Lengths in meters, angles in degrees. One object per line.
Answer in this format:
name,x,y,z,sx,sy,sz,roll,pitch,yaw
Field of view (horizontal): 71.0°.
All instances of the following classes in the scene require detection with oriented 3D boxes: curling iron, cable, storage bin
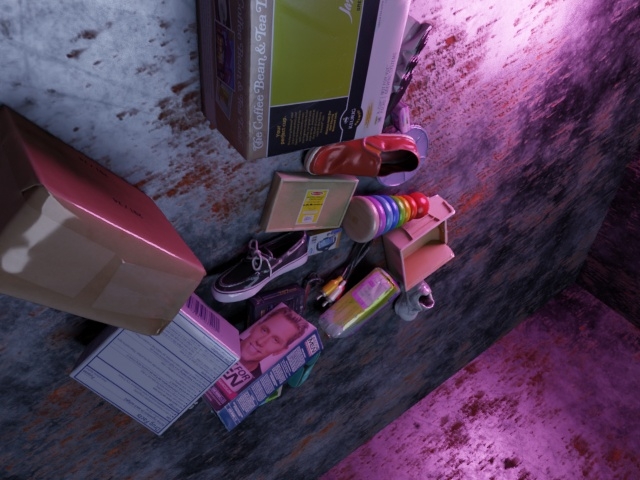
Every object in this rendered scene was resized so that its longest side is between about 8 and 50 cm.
curling iron,-0.054,0.220,1.533,0.068,0.035,0.274,-6,129,-38
cable,0.102,0.112,1.537,0.287,0.072,0.139,-46,148,4
storage bin,0.364,0.009,1.628,0.260,0.123,0.262,-34,141,-11

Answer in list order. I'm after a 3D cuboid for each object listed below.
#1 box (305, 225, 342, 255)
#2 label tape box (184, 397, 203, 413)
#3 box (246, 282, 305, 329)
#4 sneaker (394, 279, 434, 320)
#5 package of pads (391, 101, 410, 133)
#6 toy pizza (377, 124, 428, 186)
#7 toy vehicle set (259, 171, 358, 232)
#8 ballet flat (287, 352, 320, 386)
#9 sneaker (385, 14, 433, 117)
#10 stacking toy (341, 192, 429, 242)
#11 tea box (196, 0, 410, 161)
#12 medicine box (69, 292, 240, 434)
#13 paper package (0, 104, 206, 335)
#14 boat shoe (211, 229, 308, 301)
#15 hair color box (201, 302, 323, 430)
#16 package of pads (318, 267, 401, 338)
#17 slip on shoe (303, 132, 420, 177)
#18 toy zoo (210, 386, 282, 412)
box,0.000,0.000,1.377,0.136,0.028,0.081,-18,136,-31
label tape box,-0.380,0.405,1.366,0.240,0.106,0.334,-48,142,7
box,-0.147,0.266,1.454,0.183,0.059,0.232,-15,126,-32
sneaker,0.395,0.266,1.880,0.114,0.152,0.305,-30,142,-19
package of pads,0.217,-0.338,1.223,0.032,0.050,0.083,-31,141,-7
toy pizza,0.240,-0.254,1.341,0.201,0.032,0.201,-23,137,-23
toy vehicle set,-0.028,-0.105,1.242,0.267,0.035,0.166,-4,129,-39
ballet flat,-0.055,0.463,1.746,0.087,0.083,0.247,-26,147,-60
sneaker,0.140,-0.401,1.062,0.122,0.146,0.330,-55,172,-26
stacking toy,0.223,-0.093,1.421,0.330,0.141,0.141,-16,136,-40
tea box,-0.039,-0.364,0.835,0.324,0.220,0.329,-18,136,-30
medicine box,-0.392,0.275,1.105,0.289,0.149,0.263,-43,109,3
paper package,-0.408,-0.022,0.763,0.168,0.309,0.325,-49,143,1
boat shoe,-0.160,0.059,1.222,0.306,0.113,0.105,-23,137,-26
hair color box,-0.181,0.347,1.284,0.347,0.174,0.105,-36,133,-26
package of pads,0.146,0.232,1.610,0.296,0.101,0.229,-42,161,5
slip on shoe,0.118,-0.219,1.186,0.331,0.101,0.123,-7,137,-20
toy zoo,-0.273,0.579,1.689,0.293,0.030,0.192,-15,135,-32
